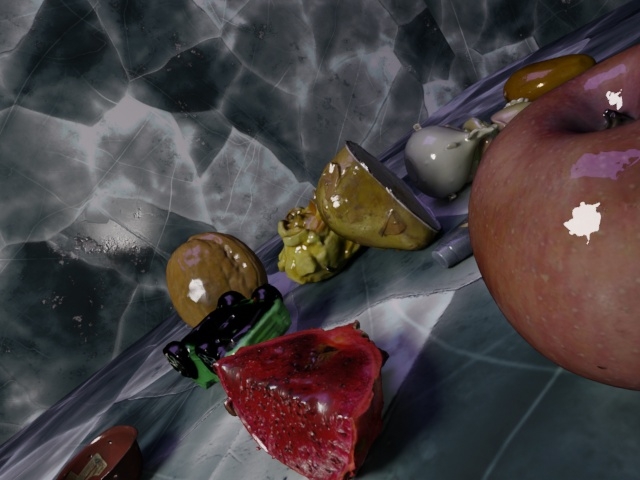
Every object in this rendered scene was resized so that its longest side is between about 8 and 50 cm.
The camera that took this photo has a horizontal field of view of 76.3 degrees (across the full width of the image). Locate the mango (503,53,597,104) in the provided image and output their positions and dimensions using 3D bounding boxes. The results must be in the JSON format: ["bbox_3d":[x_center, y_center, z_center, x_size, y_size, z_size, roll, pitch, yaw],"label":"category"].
[{"bbox_3d":[0.692,-0.485,1.257,0.175,0.139,0.254,-46,21,-27],"label":"mango"}]

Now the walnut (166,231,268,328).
[{"bbox_3d":[-0.308,0.126,1.240,0.332,0.333,0.333,-34,12,8],"label":"walnut"}]

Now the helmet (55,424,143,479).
[{"bbox_3d":[-0.398,0.446,0.780,0.175,0.106,0.155,-28,16,13],"label":"helmet"}]

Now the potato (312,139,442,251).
[{"bbox_3d":[0.120,-0.069,0.977,0.196,0.299,0.246,-49,-5,23],"label":"potato"}]

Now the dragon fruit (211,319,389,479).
[{"bbox_3d":[0.013,0.202,0.557,0.211,0.134,0.262,-30,21,-38],"label":"dragon fruit"}]

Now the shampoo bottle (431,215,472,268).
[{"bbox_3d":[0.310,-0.034,0.778,0.233,0.049,0.087,-38,10,-10],"label":"shampoo bottle"}]

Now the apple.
[{"bbox_3d":[0.274,-0.026,0.343,0.305,0.235,0.306,-36,25,20],"label":"apple"}]

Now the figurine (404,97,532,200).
[{"bbox_3d":[0.421,-0.259,1.057,0.394,0.227,0.274,-22,-2,-1],"label":"figurine"}]

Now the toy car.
[{"bbox_3d":[-0.199,0.233,0.918,0.358,0.176,0.213,-18,22,47],"label":"toy car"}]

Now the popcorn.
[{"bbox_3d":[0.000,0.000,1.159,0.215,0.252,0.286,28,59,26],"label":"popcorn"}]
